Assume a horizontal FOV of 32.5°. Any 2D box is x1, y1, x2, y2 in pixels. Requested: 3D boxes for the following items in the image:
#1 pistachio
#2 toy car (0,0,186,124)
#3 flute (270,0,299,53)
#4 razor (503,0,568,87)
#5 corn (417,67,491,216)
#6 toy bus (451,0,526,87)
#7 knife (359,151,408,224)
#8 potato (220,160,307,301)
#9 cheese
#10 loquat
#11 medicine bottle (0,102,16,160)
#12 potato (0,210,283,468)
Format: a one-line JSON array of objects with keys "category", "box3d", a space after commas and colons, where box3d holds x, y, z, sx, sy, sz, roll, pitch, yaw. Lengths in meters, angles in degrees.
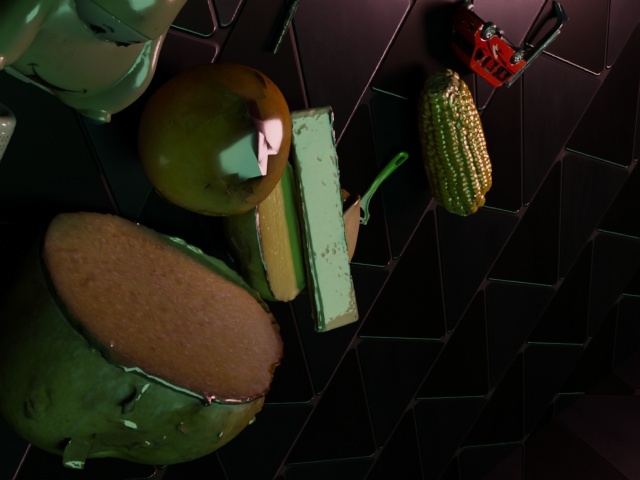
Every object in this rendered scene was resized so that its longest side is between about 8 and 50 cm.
[{"category": "pistachio", "box3d": [0.000, 0.000, 1.984, 0.144, 0.144, 0.215, 10, 110, -49]}, {"category": "toy car", "box3d": [-0.253, -0.312, 1.356, 0.336, 0.226, 0.242, -55, 144, 6]}, {"category": "flute", "box3d": [-0.021, -0.410, 1.687, 0.014, 0.014, 0.269, 2, 121, -47]}, {"category": "razor", "box3d": [0.424, -0.378, 2.157, 0.190, 0.033, 0.066, -50, 143, 3]}, {"category": "corn", "box3d": [0.253, -0.178, 2.086, 0.130, 0.130, 0.347, -36, 138, -16]}, {"category": "toy bus", "box3d": [0.296, -0.357, 2.009, 0.089, 0.081, 0.195, -47, 146, 14]}, {"category": "knife", "box3d": [0.108, -0.105, 2.086, 0.166, 0.022, 0.078, -54, 150, 10]}, {"category": "potato", "box3d": [-0.109, -0.022, 1.843, 0.160, 0.111, 0.271, -46, 134, -53]}, {"category": "cheese", "box3d": [0.003, -0.032, 1.880, 0.085, 0.034, 0.400, -14, 110, -17]}, {"category": "loquat", "box3d": [-0.154, -0.147, 1.607, 0.235, 0.235, 0.235, -27, 139, -27]}, {"category": "medicine bottle", "box3d": [-0.472, -0.106, 1.421, 0.105, 0.105, 0.168, 11, 114, -50]}, {"category": "potato", "box3d": [-0.295, 0.198, 1.655, 0.442, 0.385, 0.319, 16, 123, -40]}]
